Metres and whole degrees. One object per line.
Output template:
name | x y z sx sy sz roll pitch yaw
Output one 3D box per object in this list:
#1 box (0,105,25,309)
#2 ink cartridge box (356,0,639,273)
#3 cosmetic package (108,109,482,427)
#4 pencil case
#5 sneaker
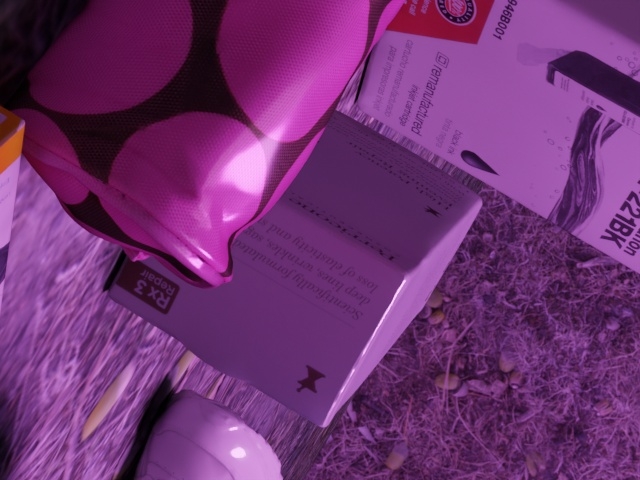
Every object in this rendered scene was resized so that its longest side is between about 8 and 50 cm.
box | -0.119 0.028 0.367 0.081 0.028 0.136 -53 172 -40
ink cartridge box | 0.177 -0.101 0.828 0.114 0.273 0.197 -55 171 -27
cosmetic package | 0.000 0.000 0.682 0.085 0.117 0.231 -62 173 15
pencil case | -0.009 -0.084 0.418 0.209 0.095 0.098 -55 -172 -15
sneaker | -0.097 0.187 0.888 0.115 0.090 0.232 -49 167 -38
